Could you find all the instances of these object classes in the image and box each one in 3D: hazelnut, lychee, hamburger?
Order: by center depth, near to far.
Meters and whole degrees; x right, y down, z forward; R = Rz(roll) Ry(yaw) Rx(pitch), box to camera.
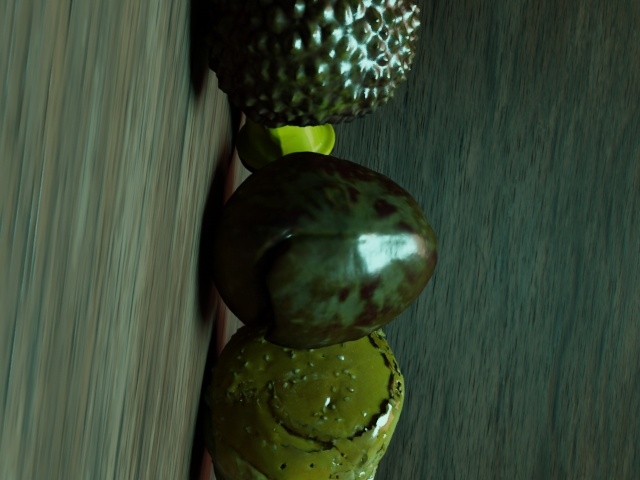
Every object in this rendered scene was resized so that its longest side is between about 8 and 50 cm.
[{"bbox_3d":[-0.005,-0.182,0.683,0.188,0.188,0.188,7,90,-90],"label":"lychee"},{"bbox_3d":[0.000,0.000,0.890,0.218,0.234,0.217,168,-90,-72],"label":"hazelnut"},{"bbox_3d":[-0.021,0.198,1.026,0.260,0.245,0.211,-42,159,-20],"label":"hamburger"}]

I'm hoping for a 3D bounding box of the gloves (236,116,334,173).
[{"bbox_3d":[-0.052,-0.211,0.903,0.294,0.116,0.133,84,-18,-47],"label":"gloves"}]
